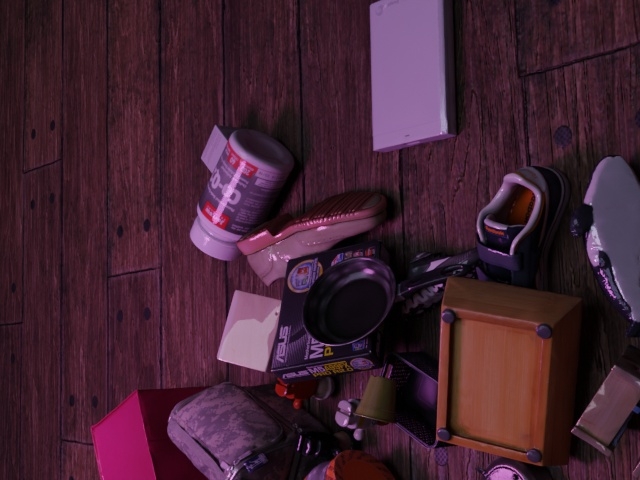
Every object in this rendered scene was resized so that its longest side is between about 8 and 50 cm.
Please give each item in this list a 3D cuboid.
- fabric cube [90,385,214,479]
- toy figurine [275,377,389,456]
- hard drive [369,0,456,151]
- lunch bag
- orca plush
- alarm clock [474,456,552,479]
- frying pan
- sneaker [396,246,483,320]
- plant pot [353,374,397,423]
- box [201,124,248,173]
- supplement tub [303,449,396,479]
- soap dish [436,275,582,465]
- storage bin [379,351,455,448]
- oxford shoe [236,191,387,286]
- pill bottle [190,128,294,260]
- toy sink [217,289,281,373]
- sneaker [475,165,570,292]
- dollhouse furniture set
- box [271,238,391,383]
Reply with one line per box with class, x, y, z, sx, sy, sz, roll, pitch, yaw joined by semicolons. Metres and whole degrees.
fabric cube;-0.363;0.512;2.229;0.254;0.258;0.259;-39;58;41
toy figurine;0.035;0.323;1.880;0.209;0.148;0.213;-43;54;31
hard drive;0.181;-0.343;1.842;0.203;0.040;0.307;-8;81;49
lunch bag;-0.161;0.447;1.994;0.305;0.256;0.212;30;110;48
orca plush;0.478;0.015;1.459;0.151;0.102;0.287;-21;76;-1
alarm clock;0.344;0.441;1.569;0.192;0.064;0.129;38;114;41
frying pan;0.111;0.084;1.730;0.326;0.053;0.197;-31;43;9
sneaker;0.218;0.055;1.733;0.234;0.078;0.106;-42;59;41
plant pot;0.109;0.292;1.718;0.083;0.083;0.079;4;78;49
box;-0.214;-0.211;2.239;0.087;0.101;0.102;51;125;38
supplement tub;0.013;0.570;1.837;0.316;0.194;0.193;-55;49;29
soap dish;0.298;0.219;1.516;0.229;0.118;0.290;9;107;30
storage bin;0.196;0.295;1.733;0.180;0.084;0.122;31;109;45
oxford shoe;0.000;0.000;1.984;0.397;0.140;0.146;-16;105;43
pill bottle;-0.189;-0.102;2.155;0.161;0.161;0.283;52;124;38
toy sink;-0.098;0.211;2.001;0.131;0.234;0.152;11;80;24
sneaker;0.322;0.027;1.582;0.126;0.127;0.321;20;103;47
dollhouse furniture set;0.499;0.270;1.379;0.184;0.129;0.129;33;113;19
box;0.024;0.139;1.827;0.216;0.060;0.270;-12;49;25
